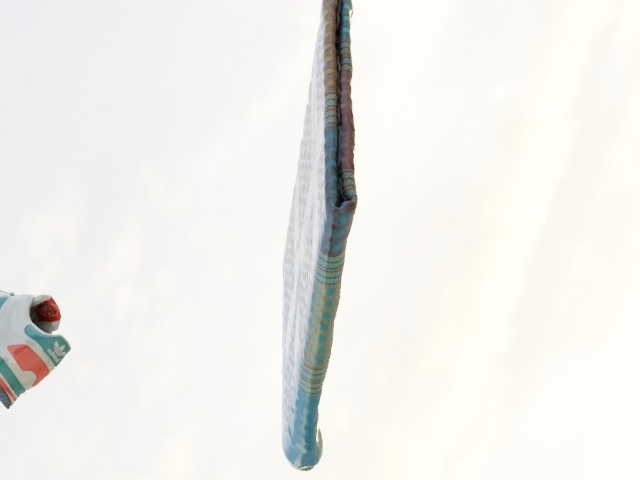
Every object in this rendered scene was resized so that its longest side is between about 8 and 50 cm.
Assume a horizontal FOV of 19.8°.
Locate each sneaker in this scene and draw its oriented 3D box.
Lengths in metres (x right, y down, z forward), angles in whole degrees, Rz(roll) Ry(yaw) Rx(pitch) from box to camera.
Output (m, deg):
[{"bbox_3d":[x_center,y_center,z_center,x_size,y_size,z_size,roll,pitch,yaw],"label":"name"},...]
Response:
[{"bbox_3d":[-0.236,0.064,1.404,0.075,0.161,0.057,-33,-56,-7],"label":"sneaker"}]

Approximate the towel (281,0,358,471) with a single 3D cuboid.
[{"bbox_3d":[0.000,0.000,1.642,0.370,0.040,0.271,100,172,-49],"label":"towel"}]
